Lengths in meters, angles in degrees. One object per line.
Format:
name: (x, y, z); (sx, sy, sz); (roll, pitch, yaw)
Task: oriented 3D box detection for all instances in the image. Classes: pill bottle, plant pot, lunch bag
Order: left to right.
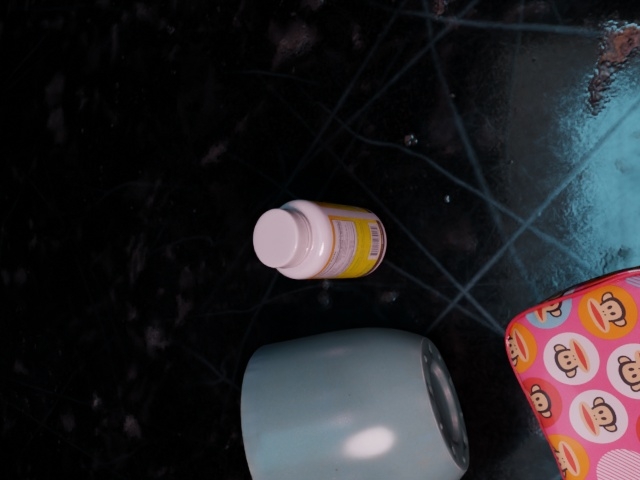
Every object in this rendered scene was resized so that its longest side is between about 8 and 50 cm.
pill bottle: (0.000, 0.000, 1.025); (0.117, 0.215, 0.117); (-2, 87, 37)
plant pot: (0.066, 0.253, 0.937); (0.235, 0.293, 0.293); (-20, 76, 17)
lunch bag: (0.380, 0.175, 0.777); (0.258, 0.120, 0.293); (-31, 75, 40)
